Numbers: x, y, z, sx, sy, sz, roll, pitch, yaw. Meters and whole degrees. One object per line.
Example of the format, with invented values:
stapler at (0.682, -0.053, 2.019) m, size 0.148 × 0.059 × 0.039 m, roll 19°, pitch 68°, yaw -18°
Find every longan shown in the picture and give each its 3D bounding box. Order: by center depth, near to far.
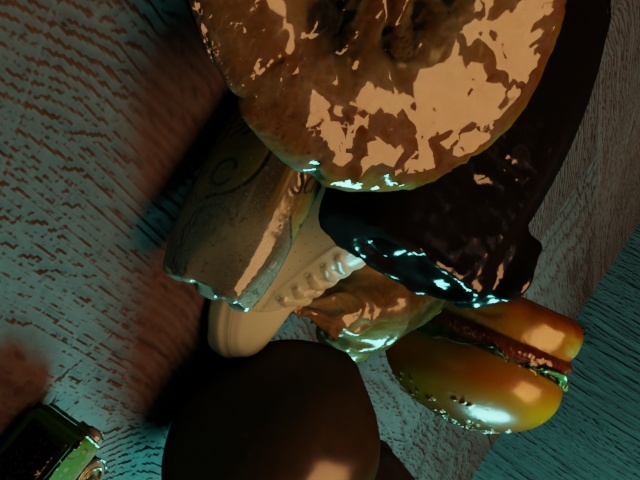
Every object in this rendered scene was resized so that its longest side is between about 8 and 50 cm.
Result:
longan at (-0.040, 0.184, 1.209) m, size 0.212 × 0.198 × 0.198 m, roll -40°, pitch 155°, yaw -36°

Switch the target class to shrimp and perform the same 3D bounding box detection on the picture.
shrimp at (0.055, -0.245, 0.802) m, size 0.272 × 0.085 × 0.444 m, roll 6°, pitch 103°, yaw -34°

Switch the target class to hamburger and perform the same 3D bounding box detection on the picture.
hamburger at (0.180, 0.135, 1.628) m, size 0.246 × 0.246 × 0.169 m, roll 31°, pitch 78°, yaw -73°

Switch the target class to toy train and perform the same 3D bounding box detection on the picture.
toy train at (-0.226, 0.204, 0.953) m, size 0.202 × 0.060 × 0.081 m, roll -53°, pitch 155°, yaw -15°

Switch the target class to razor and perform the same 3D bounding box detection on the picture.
razor at (0.119, -0.116, 1.044) m, size 0.107 × 0.189 × 0.326 m, roll -11°, pitch -128°, yaw 53°

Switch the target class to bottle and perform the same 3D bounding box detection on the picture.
bottle at (-0.022, -0.082, 0.977) m, size 0.269 × 0.083 × 0.083 m, roll -63°, pitch 163°, yaw -6°

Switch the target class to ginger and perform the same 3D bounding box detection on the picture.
ginger at (0.060, 0.030, 1.307) m, size 0.218 × 0.123 × 0.270 m, roll -63°, pitch 167°, yaw 24°

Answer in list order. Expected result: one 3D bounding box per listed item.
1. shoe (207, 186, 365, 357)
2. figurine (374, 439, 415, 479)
shoe at (0.000, 0.000, 1.130) m, size 0.095 × 0.110 × 0.264 m, roll -18°, pitch 135°, yaw -65°
figurine at (0.007, 0.345, 1.707) m, size 0.218 × 0.206 × 0.365 m, roll -30°, pitch -178°, yaw -12°
